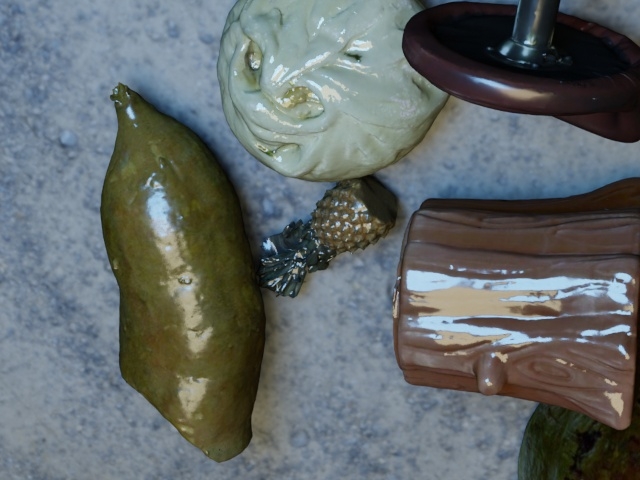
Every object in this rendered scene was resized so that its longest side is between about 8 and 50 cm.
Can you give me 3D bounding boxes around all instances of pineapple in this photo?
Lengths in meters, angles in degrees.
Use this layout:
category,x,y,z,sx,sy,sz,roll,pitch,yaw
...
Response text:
category,x,y,z,sx,sy,sz,roll,pitch,yaw
pineapple,0.000,0.000,1.545,0.159,0.074,0.074,-37,103,31

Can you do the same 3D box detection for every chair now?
category,x,y,z,sx,sy,sz,roll,pitch,yaw
chair,0.193,-0.258,1.287,0.226,0.226,0.401,11,116,6

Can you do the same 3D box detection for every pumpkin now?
category,x,y,z,sx,sy,sz,roll,pitch,yaw
pumpkin,0.299,0.216,1.544,0.169,0.148,0.312,32,113,-9

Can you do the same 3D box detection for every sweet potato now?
category,x,y,z,sx,sy,sz,roll,pitch,yaw
sweet potato,-0.132,0.028,1.539,0.157,0.158,0.370,0,110,11

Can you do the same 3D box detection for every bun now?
category,x,y,z,sx,sy,sz,roll,pitch,yaw
bun,0.003,-0.147,1.437,0.231,0.133,0.231,6,117,11

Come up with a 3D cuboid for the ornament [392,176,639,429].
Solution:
category,x,y,z,sx,sy,sz,roll,pitch,yaw
ornament,0.190,0.054,1.468,0.217,0.221,0.235,5,75,14
